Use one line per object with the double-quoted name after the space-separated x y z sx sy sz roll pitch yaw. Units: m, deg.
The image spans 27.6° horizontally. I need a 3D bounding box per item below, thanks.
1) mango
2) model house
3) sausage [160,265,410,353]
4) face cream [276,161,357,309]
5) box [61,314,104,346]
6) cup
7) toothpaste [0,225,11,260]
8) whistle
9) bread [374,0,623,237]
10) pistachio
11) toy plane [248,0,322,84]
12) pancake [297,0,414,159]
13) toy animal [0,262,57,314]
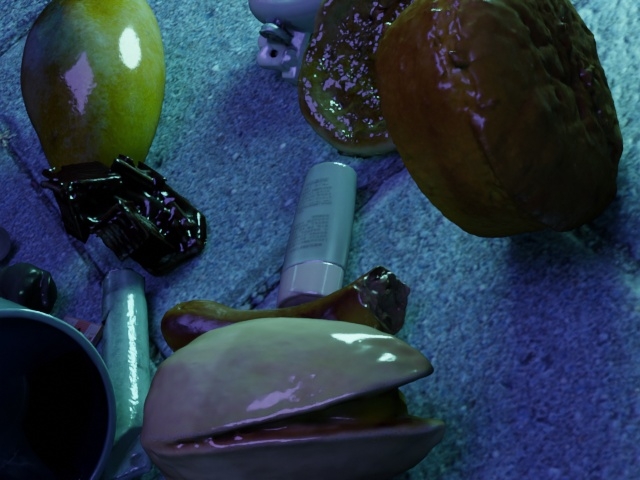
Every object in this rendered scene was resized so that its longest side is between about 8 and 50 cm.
-0.332 -0.224 1.902 0.221 0.199 0.384 -15 59 20 "mango"
-0.258 -0.046 1.702 0.203 0.164 0.141 26 78 47 "model house"
-0.041 0.099 1.449 0.302 0.103 0.076 -12 14 27 "sausage"
0.000 0.000 1.540 0.084 0.057 0.198 -13 49 31 "face cream"
-0.321 0.126 1.712 0.083 0.012 0.046 10 61 43 "box"
-0.423 0.217 1.516 0.311 0.256 0.331 14 90 58 "cup"
-0.557 -0.008 1.995 0.266 0.061 0.096 10 62 51 "toothpaste"
-0.236 0.161 1.577 0.062 0.062 0.312 -28 42 16 "whistle"
0.193 -0.141 1.345 0.172 0.312 0.312 -21 43 36 "bread"
-0.032 0.171 1.295 0.318 0.214 0.194 -13 91 29 "pistachio"
-0.003 -0.332 1.800 0.244 0.117 0.245 -20 60 38 "toy plane"
0.091 -0.235 1.636 0.282 0.049 0.282 -9 70 27 "pancake"
-0.465 0.106 1.794 0.269 0.082 0.137 -15 44 33 "toy animal"
